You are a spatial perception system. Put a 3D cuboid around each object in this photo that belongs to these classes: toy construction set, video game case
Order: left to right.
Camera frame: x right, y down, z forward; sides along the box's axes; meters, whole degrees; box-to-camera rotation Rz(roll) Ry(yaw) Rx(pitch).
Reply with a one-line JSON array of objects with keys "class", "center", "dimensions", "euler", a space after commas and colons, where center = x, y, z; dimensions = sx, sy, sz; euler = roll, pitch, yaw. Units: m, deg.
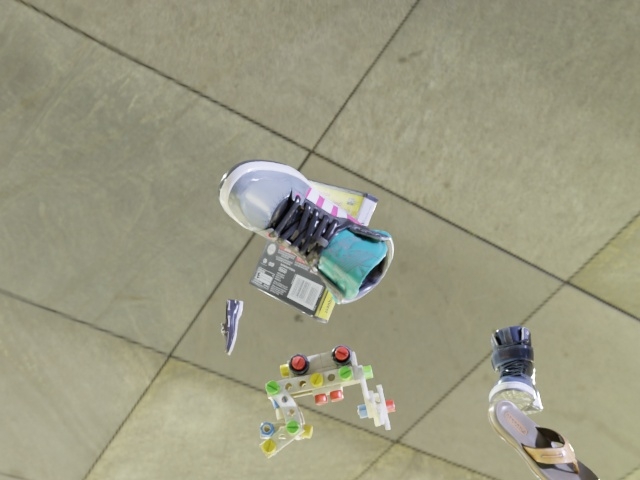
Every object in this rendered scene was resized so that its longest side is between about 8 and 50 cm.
[{"class": "video game case", "center": [-0.022, 0.008, 1.466], "dimensions": [0.035, 0.274, 0.248], "euler": [24, 88, -33]}, {"class": "toy construction set", "center": [0.011, 0.366, 1.716], "dimensions": [0.327, 0.215, 0.151], "euler": [-6, 156, -11]}]

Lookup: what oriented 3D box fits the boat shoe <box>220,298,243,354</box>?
[{"class": "boat shoe", "center": [-0.197, 0.186, 1.622], "dimensions": [0.038, 0.125, 0.046], "euler": [14, 155, -10]}]

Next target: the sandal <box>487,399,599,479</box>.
[{"class": "sandal", "center": [0.312, 0.284, 1.036], "dimensions": [0.180, 0.072, 0.049], "euler": [44, 132, 18]}]

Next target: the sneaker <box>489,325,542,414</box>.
[{"class": "sneaker", "center": [0.358, 0.234, 1.409], "dimensions": [0.086, 0.164, 0.226], "euler": [-12, 157, 19]}]

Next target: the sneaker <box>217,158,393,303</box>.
[{"class": "sneaker", "center": [0.000, 0.000, 1.049], "dimensions": [0.295, 0.178, 0.124], "euler": [26, 100, -46]}]
